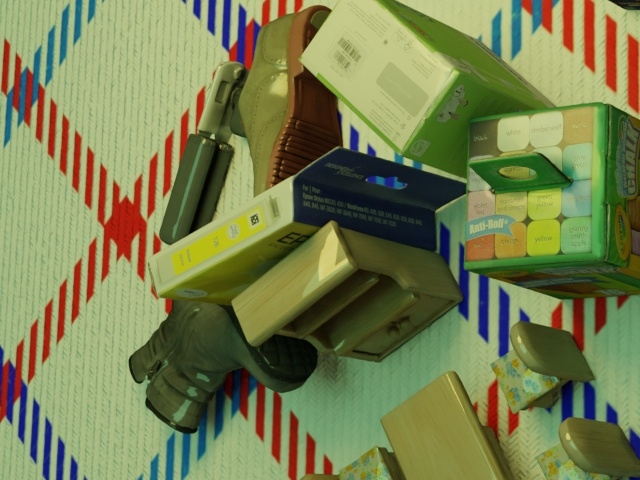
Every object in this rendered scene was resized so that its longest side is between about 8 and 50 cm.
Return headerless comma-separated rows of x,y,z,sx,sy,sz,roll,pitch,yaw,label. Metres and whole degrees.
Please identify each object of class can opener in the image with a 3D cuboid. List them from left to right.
-0.149,-0.119,2.306,0.093,0.074,0.280,26,98,37,can opener

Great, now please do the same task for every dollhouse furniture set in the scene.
0.101,0.200,1.933,0.362,0.256,0.394,-39,60,26,dollhouse furniture set

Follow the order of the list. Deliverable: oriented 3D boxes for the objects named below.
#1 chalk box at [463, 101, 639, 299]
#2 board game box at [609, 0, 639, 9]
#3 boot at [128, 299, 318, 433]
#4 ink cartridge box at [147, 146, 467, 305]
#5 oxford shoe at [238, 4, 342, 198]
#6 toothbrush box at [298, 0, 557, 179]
0.275,-0.044,1.825,0.180,0.289,0.179,-5,78,37,chalk box
0.441,-0.367,1.908,0.194,0.060,0.194,7,86,39,board game box
-0.134,0.173,2.204,0.223,0.118,0.338,-62,32,13,boot
0.000,0.000,2.021,0.307,0.303,0.072,-26,68,32,ink cartridge box
-0.049,-0.141,2.215,0.130,0.123,0.348,-5,68,41,oxford shoe
0.146,-0.175,1.955,0.206,0.283,0.122,46,110,34,toothbrush box
